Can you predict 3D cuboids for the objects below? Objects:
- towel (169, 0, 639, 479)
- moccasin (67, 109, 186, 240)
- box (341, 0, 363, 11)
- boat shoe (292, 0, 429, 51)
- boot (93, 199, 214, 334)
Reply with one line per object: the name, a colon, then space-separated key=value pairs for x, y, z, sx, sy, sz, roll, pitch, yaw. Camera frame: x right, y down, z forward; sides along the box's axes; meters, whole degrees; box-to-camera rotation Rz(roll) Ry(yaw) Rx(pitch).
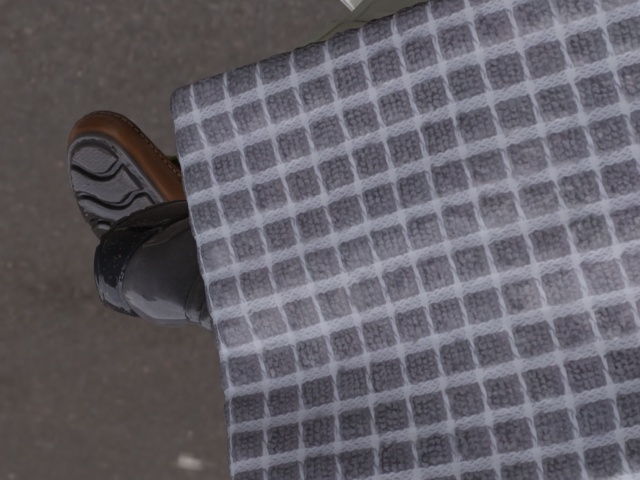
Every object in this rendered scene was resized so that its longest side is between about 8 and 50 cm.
towel: x=0.073 y=0.011 z=0.644 sx=0.284 sy=0.235 sz=0.121 roll=-16 pitch=175 yaw=22
moccasin: x=-0.141 y=-0.031 z=1.606 sx=0.139 sy=0.147 sz=0.380 roll=-1 pitch=151 yaw=37
box: x=0.108 y=-0.366 z=1.580 sx=0.094 sy=0.275 sz=0.113 roll=43 pitch=-173 yaw=-5
boat shoe: x=0.085 y=-0.125 z=1.011 sx=0.116 sy=0.319 sz=0.099 roll=16 pitch=127 yaw=32
boot: x=0.000 y=0.000 z=1.232 sx=0.223 sy=0.338 sz=0.118 roll=17 pitch=131 yaw=38
